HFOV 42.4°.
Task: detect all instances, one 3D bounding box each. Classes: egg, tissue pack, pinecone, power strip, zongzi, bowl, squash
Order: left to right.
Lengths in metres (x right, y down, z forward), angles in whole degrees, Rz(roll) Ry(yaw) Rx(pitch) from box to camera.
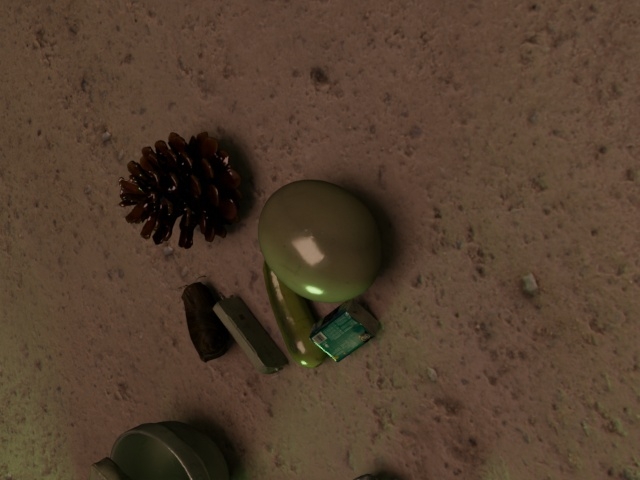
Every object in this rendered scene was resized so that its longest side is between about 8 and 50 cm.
[{"bbox_3d":[-0.309,-0.101,1.763,0.264,0.264,0.264,4,97,35],"label":"pinecone"},{"bbox_3d":[-0.321,0.543,1.869,0.307,0.163,0.307,16,115,37],"label":"bowl"},{"bbox_3d":[-0.257,0.164,1.801,0.084,0.184,0.187,-19,79,-9],"label":"zongzi"},{"bbox_3d":[-0.158,0.199,1.787,0.227,0.080,0.029,51,119,20],"label":"power strip"},{"bbox_3d":[-0.055,0.148,1.715,0.083,0.083,0.250,-31,74,33],"label":"squash"},{"bbox_3d":[0.000,0.000,1.570,0.269,0.219,0.219,46,118,22],"label":"egg"},{"bbox_3d":[0.050,0.173,1.647,0.085,0.079,0.111,42,122,-12],"label":"tissue pack"}]

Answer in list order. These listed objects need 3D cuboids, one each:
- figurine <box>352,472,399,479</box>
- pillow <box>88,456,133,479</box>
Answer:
[{"bbox_3d":[0.105,0.549,1.620,0.209,0.128,0.183,-15,89,43],"label":"figurine"},{"bbox_3d":[-0.438,0.660,1.823,0.255,0.120,0.322,38,126,23],"label":"pillow"}]
